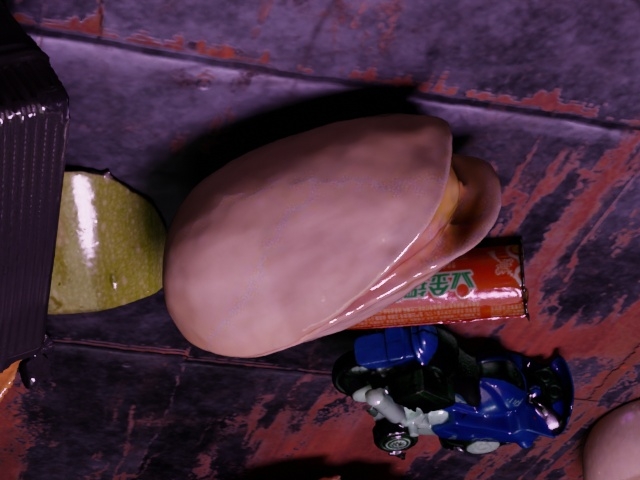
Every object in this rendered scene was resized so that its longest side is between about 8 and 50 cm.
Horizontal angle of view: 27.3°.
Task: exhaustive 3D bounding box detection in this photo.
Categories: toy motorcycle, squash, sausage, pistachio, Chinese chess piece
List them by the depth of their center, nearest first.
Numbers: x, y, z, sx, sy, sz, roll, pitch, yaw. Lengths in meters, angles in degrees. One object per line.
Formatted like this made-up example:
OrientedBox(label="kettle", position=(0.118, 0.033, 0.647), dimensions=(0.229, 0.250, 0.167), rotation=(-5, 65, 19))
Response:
OrientedBox(label="pistachio", position=(0.000, 0.000, 1.120), dimensions=(0.299, 0.187, 0.187), rotation=(-24, 141, 23))
OrientedBox(label="squash", position=(-0.240, 0.017, 1.220), dimensions=(0.192, 0.085, 0.184), rotation=(-6, 147, 2))
OrientedBox(label="sausage", position=(0.073, 0.051, 1.298), dimensions=(0.264, 0.083, 0.083), rotation=(-5, 146, 6))
OrientedBox(label="toy motorcycle", position=(0.156, 0.163, 1.444), dimensions=(0.196, 0.125, 0.331), rotation=(-25, 144, 27))
OrientedBox(label="Chinese chess piece", position=(0.463, 0.280, 1.648), dimensions=(0.273, 0.102, 0.273), rotation=(0, 147, 0))

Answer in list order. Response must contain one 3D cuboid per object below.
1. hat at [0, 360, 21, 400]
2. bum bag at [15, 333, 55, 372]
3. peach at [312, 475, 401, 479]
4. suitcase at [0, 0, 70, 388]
OrientedBox(label="hat", position=(-0.444, 0.106, 1.300), dimensions=(0.233, 0.233, 0.244), rotation=(33, 123, 5))
OrientedBox(label="bum bag", position=(-0.345, 0.121, 1.414), dimensions=(0.125, 0.034, 0.058), rotation=(-7, 138, 5))
OrientedBox(label="peach", position=(-0.014, 0.478, 1.725), dimensions=(0.417, 0.339, 0.353), rotation=(-20, 180, 24))
OrientedBox(label="suitcase", position=(-0.323, -0.008, 1.018), dimensions=(0.230, 0.152, 0.335), rotation=(-18, 146, -30))
